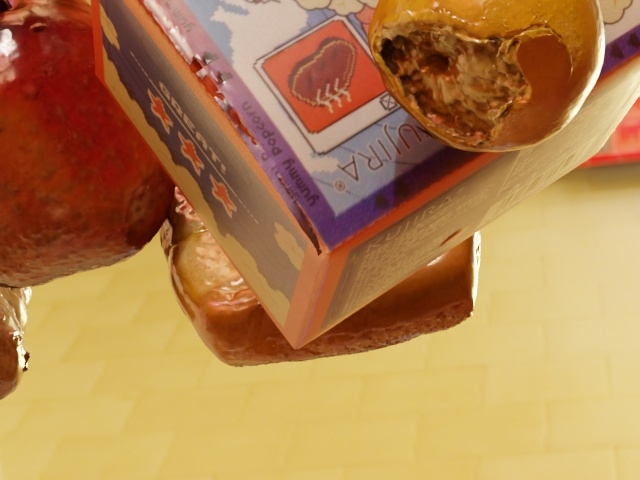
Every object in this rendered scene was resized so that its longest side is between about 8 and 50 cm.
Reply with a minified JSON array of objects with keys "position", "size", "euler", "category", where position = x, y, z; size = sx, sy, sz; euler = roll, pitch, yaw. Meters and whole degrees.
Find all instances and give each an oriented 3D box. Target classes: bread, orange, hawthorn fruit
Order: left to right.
[{"position":[-0.292,-0.137,1.440],"size":[0.284,0.285,0.369],"euler":[-78,-18,-57],"category":"hawthorn fruit"},{"position":[0.001,0.006,1.550],"size":[0.328,0.337,0.148],"euler":[-105,4,-46],"category":"bread"},{"position":[0.101,-0.128,0.909],"size":[0.155,0.134,0.154],"euler":[38,141,39],"category":"orange"}]

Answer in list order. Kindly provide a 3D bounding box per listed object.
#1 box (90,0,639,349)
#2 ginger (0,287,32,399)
[{"position":[0.040,-0.156,1.154],"size":[0.318,0.349,0.257],"euler":[55,163,12],"category":"box"},{"position":[-0.465,0.111,1.787],"size":[0.375,0.256,0.176],"euler":[-76,-26,-72],"category":"ginger"}]
